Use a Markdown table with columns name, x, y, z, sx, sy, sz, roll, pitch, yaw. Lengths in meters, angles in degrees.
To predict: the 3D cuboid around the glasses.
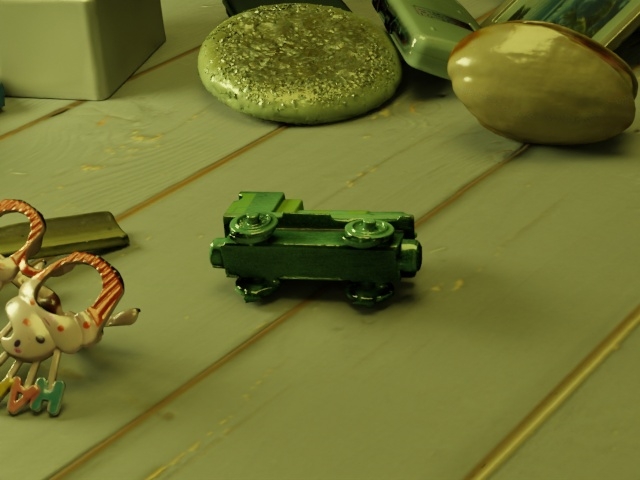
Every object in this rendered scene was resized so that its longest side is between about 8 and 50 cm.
| name | x | y | z | sx | sy | sz | roll | pitch | yaw |
| --- | --- | --- | --- | --- | --- | --- | --- | --- | --- |
| glasses | -0.276 | 0.067 | 1.237 | 0.255 | 0.095 | 0.162 | 30 | 63 | 35 |

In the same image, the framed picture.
| name | x | y | z | sx | sy | sz | roll | pitch | yaw |
| --- | --- | --- | --- | --- | --- | --- | --- | --- | --- |
| framed picture | 0.385 | -0.353 | 1.844 | 0.315 | 0.024 | 0.232 | -43 | 37 | -5 |

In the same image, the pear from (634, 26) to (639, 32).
| name | x | y | z | sx | sy | sz | roll | pitch | yaw |
| --- | --- | --- | --- | --- | --- | --- | --- | --- | --- |
| pear | 0.439 | -0.334 | 1.888 | 0.131 | 0.107 | 0.107 | -17 | 29 | -8 |

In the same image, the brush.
| name | x | y | z | sx | sy | sz | roll | pitch | yaw |
| --- | --- | --- | --- | --- | --- | --- | --- | --- | --- |
| brush | -0.325 | 0.017 | 1.359 | 0.282 | 0.048 | 0.054 | -11 | 40 | -30 |

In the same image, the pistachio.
| name | x | y | z | sx | sy | sz | roll | pitch | yaw |
| --- | --- | --- | --- | --- | --- | --- | --- | --- | --- |
| pistachio | 0.249 | -0.177 | 1.565 | 0.215 | 0.144 | 0.144 | 10 | 29 | 9 |

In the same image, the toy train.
| name | x | y | z | sx | sy | sz | roll | pitch | yaw |
| --- | --- | --- | --- | --- | --- | --- | --- | --- | --- |
| toy train | 0.000 | 0.001 | 1.313 | 0.200 | 0.083 | 0.132 | 4 | 25 | 11 |

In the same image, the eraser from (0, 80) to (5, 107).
| name | x | y | z | sx | sy | sz | roll | pitch | yaw |
| --- | --- | --- | --- | --- | --- | --- | --- | --- | --- |
| eraser | -0.540 | -0.216 | 1.834 | 0.144 | 0.043 | 0.312 | -21 | 32 | -29 |

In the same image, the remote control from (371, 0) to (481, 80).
| name | x | y | z | sx | sy | sz | roll | pitch | yaw |
| --- | --- | --- | --- | --- | --- | --- | --- | --- | --- |
| remote control | 0.146 | -0.279 | 1.829 | 0.140 | 0.056 | 0.296 | 16 | 23 | -17 |

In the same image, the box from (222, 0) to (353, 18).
| name | x | y | z | sx | sy | sz | roll | pitch | yaw |
| --- | --- | --- | --- | --- | --- | --- | --- | --- | --- |
| box | -0.044 | -0.315 | 1.960 | 0.160 | 0.050 | 0.230 | -9 | 28 | -11 |

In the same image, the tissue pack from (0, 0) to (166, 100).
| name | x | y | z | sx | sy | sz | roll | pitch | yaw |
| --- | --- | --- | --- | --- | --- | --- | --- | --- | --- |
| tissue pack | -0.323 | -0.298 | 1.867 | 0.159 | 0.136 | 0.246 | 4 | 28 | 14 |

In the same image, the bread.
| name | x | y | z | sx | sy | sz | roll | pitch | yaw |
| --- | --- | --- | --- | --- | --- | --- | --- | --- | --- |
| bread | -0.026 | -0.231 | 1.755 | 0.267 | 0.040 | 0.267 | 1 | 39 | -1 |
